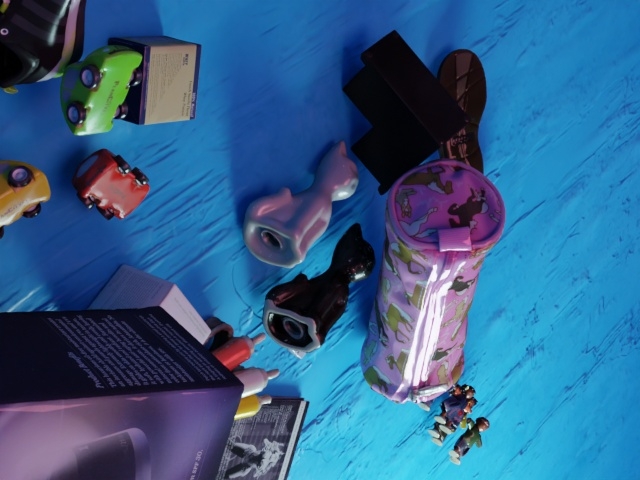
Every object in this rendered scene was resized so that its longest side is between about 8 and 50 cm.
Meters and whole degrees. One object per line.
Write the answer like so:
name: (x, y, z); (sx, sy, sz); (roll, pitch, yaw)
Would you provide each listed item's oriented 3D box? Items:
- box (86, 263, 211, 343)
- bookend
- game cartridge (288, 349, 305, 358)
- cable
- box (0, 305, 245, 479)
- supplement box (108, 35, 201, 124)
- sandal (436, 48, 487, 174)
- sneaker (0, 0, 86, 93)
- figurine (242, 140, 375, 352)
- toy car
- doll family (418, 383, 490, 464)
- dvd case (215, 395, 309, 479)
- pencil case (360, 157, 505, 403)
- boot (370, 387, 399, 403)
box: (-0.198, 0.101, 1.374); (0.102, 0.087, 0.101); (-54, 141, -21)
bookend: (0.090, -0.166, 1.635); (0.072, 0.156, 0.157); (-40, 179, -36)
game cartridge: (-0.030, 0.120, 1.677); (0.056, 0.017, 0.083); (-53, 142, -30)
cable: (-0.166, 0.192, 1.477); (0.287, 0.072, 0.139); (-30, 123, -43)
box: (-0.269, 0.233, 1.184); (0.294, 0.183, 0.296); (1, 114, -40)
supplement box: (-0.176, -0.170, 1.300); (0.083, 0.056, 0.083); (-14, 117, -50)
sandal: (0.195, -0.167, 1.798); (0.090, 0.060, 0.219); (-14, 106, -33)
sneaker: (-0.264, -0.214, 1.095); (0.097, 0.084, 0.234); (-31, 152, -27)
figurine: (0.000, 0.000, 1.605); (0.209, 0.092, 0.215); (-45, 135, -43)
toy car: (-0.238, -0.103, 1.198); (0.239, 0.053, 0.225); (-15, 143, -50)
doll family: (0.222, 0.272, 2.047); (0.111, 0.076, 0.193); (-43, 134, -27)
dvd case: (-0.104, 0.288, 1.656); (0.221, 0.018, 0.164); (12, 95, -54)
pencil case: (0.145, 0.065, 1.674); (0.160, 0.167, 0.386); (-31, 149, -27)
boot: (0.123, 0.189, 1.900); (0.114, 0.037, 0.106); (-62, 158, -6)
